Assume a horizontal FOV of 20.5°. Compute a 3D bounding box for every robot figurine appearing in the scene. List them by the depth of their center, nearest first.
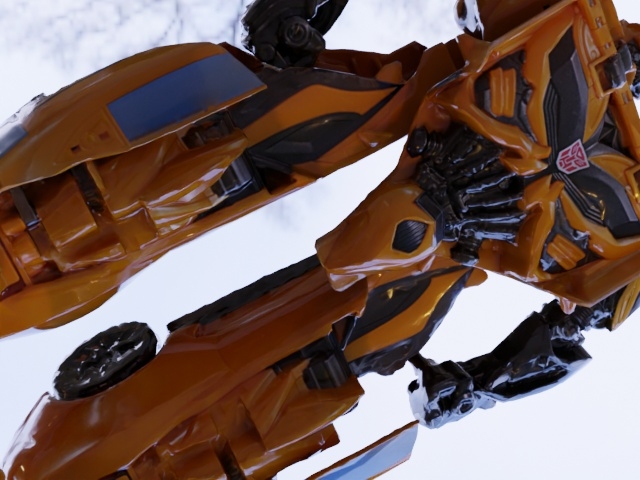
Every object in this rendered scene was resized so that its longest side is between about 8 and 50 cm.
[{"bbox_3d":[0.000,0.000,0.609,0.291,0.211,0.085,-27,-156,-4],"label":"robot figurine"}]
